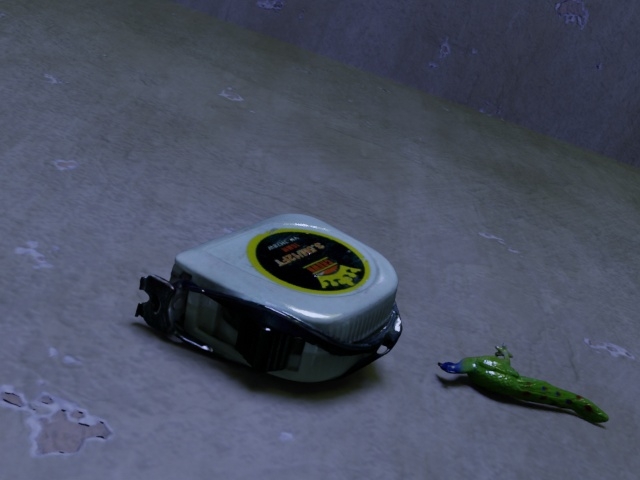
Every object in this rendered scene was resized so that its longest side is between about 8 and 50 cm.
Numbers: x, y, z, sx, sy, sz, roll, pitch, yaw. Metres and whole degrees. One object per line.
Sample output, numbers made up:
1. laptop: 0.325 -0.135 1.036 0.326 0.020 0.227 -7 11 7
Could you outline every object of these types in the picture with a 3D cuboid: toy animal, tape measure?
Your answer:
1. toy animal: 0.238 0.163 0.968 0.217 0.041 0.075 19 24 -14
2. tape measure: -0.036 0.073 0.854 0.207 0.115 0.235 32 34 26
